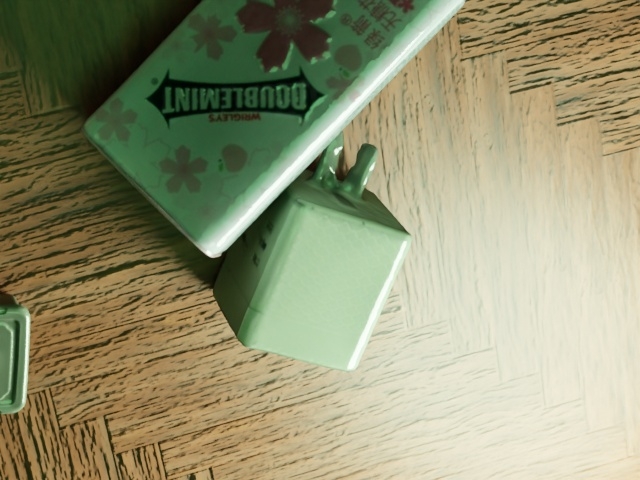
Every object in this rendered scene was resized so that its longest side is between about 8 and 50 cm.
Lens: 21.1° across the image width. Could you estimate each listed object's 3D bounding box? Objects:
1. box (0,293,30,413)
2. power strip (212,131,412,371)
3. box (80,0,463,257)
[{"bbox_3d":[-0.344,0.111,1.750,0.089,0.062,0.122,0,113,-18],"label":"box"},{"bbox_3d":[0.000,0.000,1.768,0.139,0.140,0.224,17,107,-22],"label":"power strip"},{"bbox_3d":[-0.039,-0.177,1.666,0.190,0.112,0.369,43,96,1],"label":"box"}]
